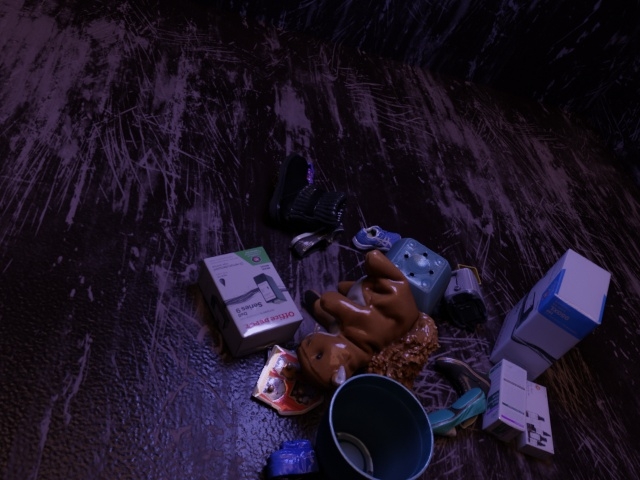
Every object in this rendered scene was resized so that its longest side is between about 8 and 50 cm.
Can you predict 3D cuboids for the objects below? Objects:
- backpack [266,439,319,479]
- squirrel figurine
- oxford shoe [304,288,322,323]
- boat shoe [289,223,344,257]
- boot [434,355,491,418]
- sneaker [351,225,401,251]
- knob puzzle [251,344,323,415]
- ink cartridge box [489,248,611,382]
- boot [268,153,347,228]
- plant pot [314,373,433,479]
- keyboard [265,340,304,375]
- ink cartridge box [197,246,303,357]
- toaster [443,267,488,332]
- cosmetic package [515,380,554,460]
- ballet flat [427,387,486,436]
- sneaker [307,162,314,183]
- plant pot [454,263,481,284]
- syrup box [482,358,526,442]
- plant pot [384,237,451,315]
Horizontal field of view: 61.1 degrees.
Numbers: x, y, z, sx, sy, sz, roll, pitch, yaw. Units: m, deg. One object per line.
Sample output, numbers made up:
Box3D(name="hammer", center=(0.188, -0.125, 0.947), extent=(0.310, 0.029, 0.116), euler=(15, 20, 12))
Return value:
Box3D(name="backpack", center=(-0.077, 0.560, 1.364), extent=(0.120, 0.098, 0.101), euler=(-4, 52, -17))
Box3D(name="squirrel figurine", center=(0.133, 0.303, 1.544), extent=(0.397, 0.281, 0.370), euler=(42, 57, -5))
Box3D(name="oxford shoe", center=(0.033, 0.235, 1.749), extent=(0.212, 0.076, 0.076), euler=(47, 37, 5))
Box3D(name="boat shoe", center=(0.000, 0.000, 1.946), extent=(0.228, 0.081, 0.069), euler=(-22, 64, -31))
Box3D(name="boot", center=(0.449, 0.466, 1.736), extent=(0.198, 0.077, 0.137), euler=(26, 50, 2))
Box3D(name="sneaker", center=(0.225, -0.008, 2.061), extent=(0.211, 0.081, 0.080), euler=(-3, 50, -31))
Box3D(name="knob puzzle", center=(-0.075, 0.407, 1.540), extent=(0.213, 0.030, 0.213), euler=(12, 52, -17))
Box3D(name="ink cartridge box", center=(0.775, 0.266, 1.850), extent=(0.166, 0.395, 0.285), euler=(34, 43, 10))
Box3D(name="boot", center=(-0.024, -0.182, 1.992), extent=(0.260, 0.131, 0.348), euler=(1, 53, 16))
Box3D(name="plant pot", center=(0.103, 0.520, 1.373), extent=(0.271, 0.255, 0.271), euler=(15, 45, -15))
Box3D(name="keyboard", center=(-0.075, 0.352, 1.615), extent=(0.180, 0.023, 0.108), euler=(11, 52, -19))
Box3D(name="ink cartridge box", center=(-0.214, 0.179, 1.635), extent=(0.211, 0.121, 0.289), euler=(-13, 57, -34))
Box3D(name="toaster", center=(0.517, 0.206, 1.938), extent=(0.227, 0.129, 0.146), euler=(54, 26, -35))
Box3D(name="cosmetic package", center=(0.686, 0.573, 1.755), extent=(0.099, 0.060, 0.239), euler=(23, 43, -7))
Box3D(name="ballet flat", center=(0.403, 0.536, 1.625), extent=(0.247, 0.083, 0.087), euler=(-24, 95, -19))
Box3D(name="sneaker", center=(-0.056, -0.245, 2.152), extent=(0.068, 0.071, 0.170), euler=(11, 47, -16))
Box3D(name="plant pot", center=(0.546, 0.152, 2.066), extent=(0.081, 0.083, 0.081), euler=(12, 45, -18))
Box3D(name="syrup box", center=(0.594, 0.512, 1.742), extent=(0.096, 0.093, 0.237), euler=(28, 43, 0))
Box3D(name="plant pot", center=(0.280, 0.138, 1.752), extent=(0.248, 0.252, 0.247), euler=(33, 58, 12))
